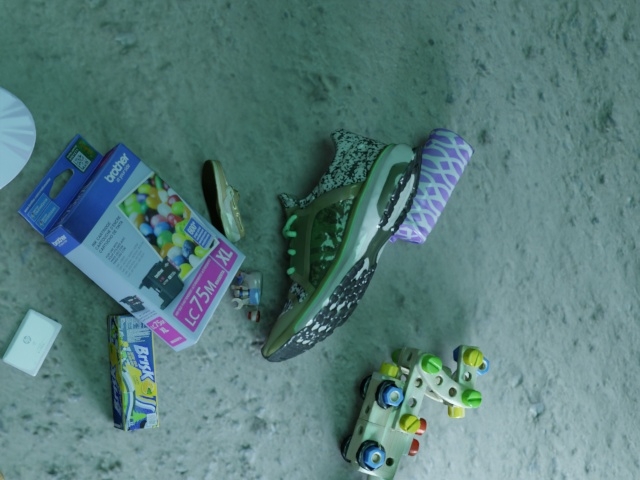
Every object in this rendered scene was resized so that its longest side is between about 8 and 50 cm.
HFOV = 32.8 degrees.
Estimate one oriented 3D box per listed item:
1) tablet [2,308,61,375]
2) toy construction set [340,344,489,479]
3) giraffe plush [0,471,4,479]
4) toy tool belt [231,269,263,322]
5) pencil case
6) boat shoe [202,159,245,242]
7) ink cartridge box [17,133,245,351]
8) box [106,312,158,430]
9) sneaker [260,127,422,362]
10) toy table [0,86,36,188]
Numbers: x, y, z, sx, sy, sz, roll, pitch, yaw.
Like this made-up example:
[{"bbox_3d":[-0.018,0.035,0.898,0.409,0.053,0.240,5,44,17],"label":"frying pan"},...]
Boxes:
[{"bbox_3d":[-0.414,0.146,1.561,0.054,0.006,0.083,31,74,-22],"label":"tablet"},{"bbox_3d":[0.161,0.312,1.775,0.215,0.151,0.328,22,67,-25],"label":"toy construction set"},{"bbox_3d":[-0.500,0.360,1.415,0.181,0.170,0.210,18,80,-25],"label":"giraffe plush"},{"bbox_3d":[-0.118,0.085,1.696,0.051,0.052,0.083,3,82,5],"label":"toy tool belt"},{"bbox_3d":[0.178,-0.092,1.827,0.086,0.088,0.206,38,71,-23],"label":"pencil case"},{"bbox_3d":[-0.149,-0.062,1.685,0.045,0.050,0.135,-17,103,-32],"label":"boat shoe"},{"bbox_3d":[-0.267,-0.006,1.581,0.311,0.065,0.186,42,48,-17],"label":"ink cartridge box"},{"bbox_3d":[-0.276,0.191,1.599,0.054,0.059,0.169,-3,89,-27],"label":"box"},{"bbox_3d":[0.000,0.000,1.729,0.182,0.158,0.410,30,85,20],"label":"sneaker"},{"bbox_3d":[-0.527,-0.113,1.431,0.274,0.161,0.252,-5,90,-26],"label":"toy table"}]
